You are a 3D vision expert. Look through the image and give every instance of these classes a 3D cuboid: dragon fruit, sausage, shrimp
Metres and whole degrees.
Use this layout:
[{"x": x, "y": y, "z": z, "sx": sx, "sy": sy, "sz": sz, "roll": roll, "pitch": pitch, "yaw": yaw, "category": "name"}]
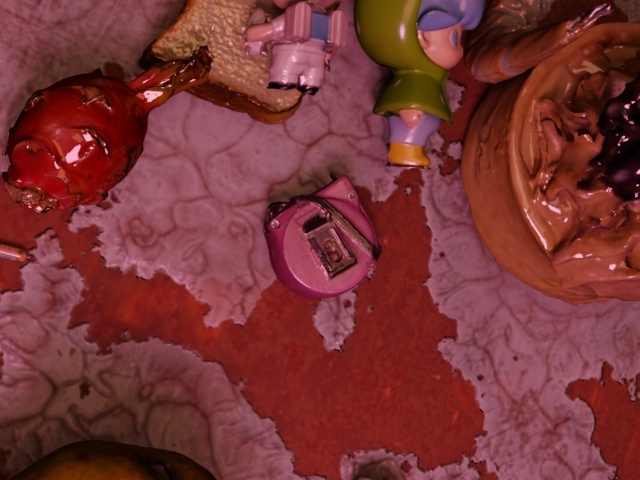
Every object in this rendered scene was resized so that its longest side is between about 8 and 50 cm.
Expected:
[{"x": -0.208, "y": -0.121, "z": 1.025, "sx": 0.246, "sy": 0.125, "sz": 0.125, "roll": -36, "pitch": 64, "yaw": -4, "category": "dragon fruit"}, {"x": -0.343, "y": 0.005, "z": 1.033, "sx": 0.100, "sy": 0.015, "sz": 0.015, "roll": 16, "pitch": 79, "yaw": -16, "category": "sausage"}, {"x": 0.231, "y": -0.253, "z": 1.153, "sx": 0.068, "sy": 0.185, "sz": 0.287, "roll": 41, "pitch": 28, "yaw": -12, "category": "shrimp"}]

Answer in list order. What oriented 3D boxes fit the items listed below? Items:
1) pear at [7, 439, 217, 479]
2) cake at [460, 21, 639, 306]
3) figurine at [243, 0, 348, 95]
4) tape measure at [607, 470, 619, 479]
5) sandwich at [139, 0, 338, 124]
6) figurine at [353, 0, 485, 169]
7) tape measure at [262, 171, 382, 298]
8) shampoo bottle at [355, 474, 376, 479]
[{"x": -0.212, "y": 0.374, "z": 0.864, "sx": 0.352, "sy": 0.352, "sz": 0.413, "roll": 14, "pitch": 87, "yaw": -16, "category": "pear"}, {"x": 0.355, "y": -0.090, "z": 1.115, "sx": 0.333, "sy": 0.321, "sz": 0.332, "roll": 2, "pitch": 84, "yaw": -20, "category": "cake"}, {"x": -0.016, "y": -0.267, "z": 1.062, "sx": 0.137, "sy": 0.112, "sz": 0.228, "roll": 6, "pitch": 90, "yaw": -23, "category": "figurine"}, {"x": 0.304, "y": 0.427, "z": 1.156, "sx": 0.164, "sy": 0.084, "sz": 0.330, "roll": 12, "pitch": 81, "yaw": -21, "category": "tape measure"}, {"x": -0.077, "y": -0.250, "z": 1.127, "sx": 0.186, "sy": 0.065, "sz": 0.214, "roll": 21, "pitch": 77, "yaw": -15, "category": "sandwich"}, {"x": 0.105, "y": -0.211, "z": 1.137, "sx": 0.143, "sy": 0.162, "sz": 0.263, "roll": 6, "pitch": 95, "yaw": 13, "category": "figurine"}, {"x": 0.000, "y": 0.000, "z": 1.114, "sx": 0.118, "sy": 0.074, "sz": 0.125, "roll": -33, "pitch": 92, "yaw": -18, "category": "tape measure"}, {"x": 0.027, "y": 0.355, "z": 1.086, "sx": 0.065, "sy": 0.065, "sz": 0.204, "roll": 29, "pitch": 75, "yaw": -13, "category": "shampoo bottle"}]
